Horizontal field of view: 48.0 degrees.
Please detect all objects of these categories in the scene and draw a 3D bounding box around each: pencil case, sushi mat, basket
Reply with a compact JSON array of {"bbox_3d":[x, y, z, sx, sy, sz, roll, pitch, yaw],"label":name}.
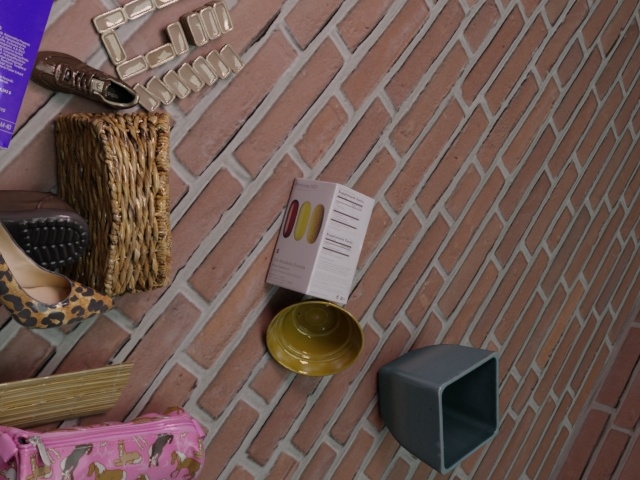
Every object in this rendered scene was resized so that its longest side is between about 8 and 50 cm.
[{"bbox_3d":[-0.395,0.389,1.275,0.386,0.167,0.160,6,78,-46],"label":"pencil case"},{"bbox_3d":[-0.479,0.272,1.214,0.317,0.019,0.151,-2,135,-44],"label":"sushi mat"},{"bbox_3d":[-0.301,-0.067,1.222,0.223,0.214,0.299,-7,105,-42],"label":"basket"}]

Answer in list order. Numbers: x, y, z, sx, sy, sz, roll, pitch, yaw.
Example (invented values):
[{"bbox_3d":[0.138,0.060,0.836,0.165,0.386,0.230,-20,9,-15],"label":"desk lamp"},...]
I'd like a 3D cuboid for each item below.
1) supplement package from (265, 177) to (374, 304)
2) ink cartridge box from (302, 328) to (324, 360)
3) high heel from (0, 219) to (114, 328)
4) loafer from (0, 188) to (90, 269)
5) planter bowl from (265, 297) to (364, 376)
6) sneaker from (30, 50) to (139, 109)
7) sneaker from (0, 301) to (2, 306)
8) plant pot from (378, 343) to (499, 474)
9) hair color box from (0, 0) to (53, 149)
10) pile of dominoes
[{"bbox_3d":[0.000,0.000,1.581,0.134,0.139,0.244,19,85,-46],"label":"supplement package"},{"bbox_3d":[-0.006,0.246,1.710,0.115,0.029,0.063,-53,131,-20],"label":"ink cartridge box"},{"bbox_3d":[-0.410,0.031,1.039,0.261,0.093,0.186,10,120,-29],"label":"high heel"},{"bbox_3d":[-0.544,-0.018,1.078,0.366,0.130,0.133,2,121,-32],"label":"loafer"},{"bbox_3d":[-0.010,0.197,1.619,0.090,0.217,0.217,-85,157,-57],"label":"planter bowl"},{"bbox_3d":[-0.387,-0.267,1.193,0.188,0.071,0.066,12,91,-45],"label":"sneaker"},{"bbox_3d":[-0.571,0.143,1.094,0.276,0.098,0.135,-45,134,-32],"label":"sneaker"},{"bbox_3d":[0.291,0.406,1.875,0.247,0.252,0.247,-19,113,-39],"label":"plant pot"},{"bbox_3d":[-0.475,-0.308,1.020,0.110,0.185,0.338,17,88,-45],"label":"hair color box"},{"bbox_3d":[-0.273,-0.361,1.323,0.251,0.040,0.195,-33,122,-25],"label":"pile of dominoes"}]
